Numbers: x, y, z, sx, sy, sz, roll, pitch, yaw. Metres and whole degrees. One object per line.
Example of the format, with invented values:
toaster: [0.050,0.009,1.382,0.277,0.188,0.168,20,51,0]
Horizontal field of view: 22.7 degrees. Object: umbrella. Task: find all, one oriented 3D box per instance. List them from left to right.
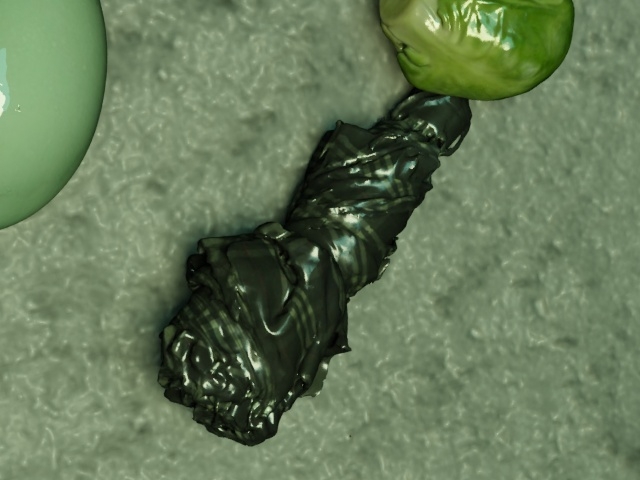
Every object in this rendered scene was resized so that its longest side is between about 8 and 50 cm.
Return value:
umbrella: [-0.008,-0.006,1.219,0.154,0.128,0.337,44,68,-41]

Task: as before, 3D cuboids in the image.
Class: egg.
egg: [-0.232,-0.118,1.102,0.168,0.168,0.231,13,83,-20]

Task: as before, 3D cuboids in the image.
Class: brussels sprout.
brussels sprout: [0.126,-0.183,1.246,0.155,0.117,0.155,19,51,-26]
